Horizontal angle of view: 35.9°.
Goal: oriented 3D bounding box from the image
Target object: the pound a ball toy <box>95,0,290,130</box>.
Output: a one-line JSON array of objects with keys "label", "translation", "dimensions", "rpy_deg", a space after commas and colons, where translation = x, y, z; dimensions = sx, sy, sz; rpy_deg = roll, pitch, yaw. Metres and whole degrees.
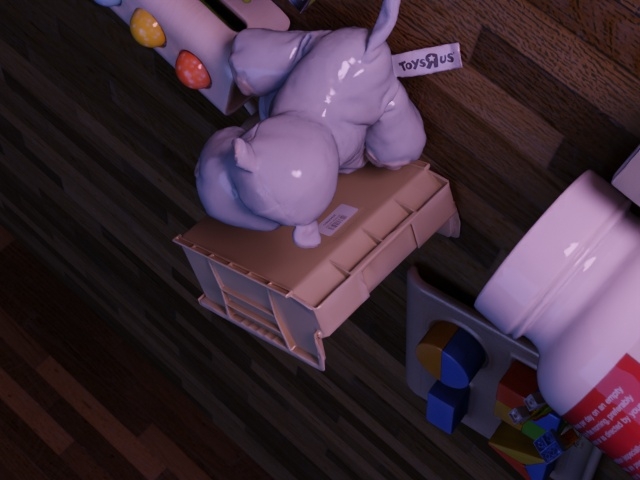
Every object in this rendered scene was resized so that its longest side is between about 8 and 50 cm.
[{"label": "pound a ball toy", "translation": [-0.173, -0.261, 1.276], "dimensions": [0.319, 0.136, 0.208], "rpy_deg": [44, 156, 7]}]

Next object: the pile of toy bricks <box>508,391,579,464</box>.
[{"label": "pile of toy bricks", "translation": [0.339, 0.186, 1.181], "dimensions": [0.212, 0.105, 0.118], "rpy_deg": [-52, 55, 37]}]

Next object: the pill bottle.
[{"label": "pill bottle", "translation": [0.352, 0.125, 0.902], "dimensions": [0.407, 0.229, 0.229], "rpy_deg": [40, 155, 12]}]

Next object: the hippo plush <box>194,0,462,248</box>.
[{"label": "hippo plush", "translation": [0.000, -0.096, 1.072], "dimensions": [0.294, 0.237, 0.234], "rpy_deg": [-4, 142, 45]}]

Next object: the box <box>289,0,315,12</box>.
[{"label": "box", "translation": [-0.013, -0.309, 0.927], "dimensions": [0.114, 0.036, 0.207], "rpy_deg": [46, 156, -3]}]

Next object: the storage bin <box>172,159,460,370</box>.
[{"label": "storage bin", "translation": [0.000, 0.000, 1.246], "dimensions": [0.260, 0.262, 0.123], "rpy_deg": [23, 145, 41]}]

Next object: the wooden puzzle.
[{"label": "wooden puzzle", "translation": [0.244, 0.228, 1.426], "dimensions": [0.348, 0.080, 0.322], "rpy_deg": [34, 154, 25]}]

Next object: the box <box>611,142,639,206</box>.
[{"label": "box", "translation": [0.382, -0.013, 0.786], "dimensions": [0.275, 0.113, 0.094], "rpy_deg": [41, 155, 10]}]
